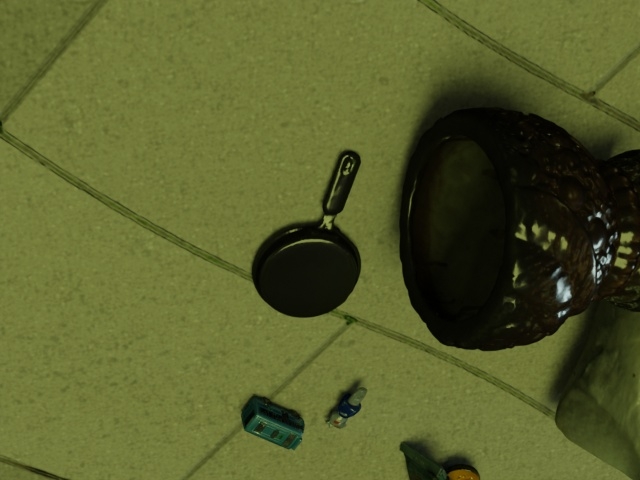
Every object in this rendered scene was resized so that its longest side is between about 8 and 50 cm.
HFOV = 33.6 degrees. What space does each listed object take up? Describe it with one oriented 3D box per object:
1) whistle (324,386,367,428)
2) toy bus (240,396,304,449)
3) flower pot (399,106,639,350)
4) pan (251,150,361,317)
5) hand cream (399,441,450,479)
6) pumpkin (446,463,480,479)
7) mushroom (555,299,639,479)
[{"bbox_3d":[0.038,0.226,1.421,0.033,0.029,0.083,17,127,-29],"label":"whistle"},{"bbox_3d":[-0.061,0.244,1.403,0.083,0.046,0.038,28,112,-24],"label":"toy bus"},{"bbox_3d":[0.261,-0.012,1.197,0.267,0.267,0.267,0,121,-23],"label":"flower pot"},{"bbox_3d":[0.000,0.000,1.276,0.136,0.028,0.235,11,118,-18],"label":"pan"},{"bbox_3d":[0.173,0.393,1.529,0.075,0.052,0.248,4,135,31],"label":"hand cream"},{"bbox_3d":[0.206,0.343,1.526,0.050,0.028,0.083,-6,131,12],"label":"pumpkin"},{"bbox_3d":[0.432,0.117,1.352,0.126,0.177,0.397,-14,127,-36],"label":"mushroom"}]
